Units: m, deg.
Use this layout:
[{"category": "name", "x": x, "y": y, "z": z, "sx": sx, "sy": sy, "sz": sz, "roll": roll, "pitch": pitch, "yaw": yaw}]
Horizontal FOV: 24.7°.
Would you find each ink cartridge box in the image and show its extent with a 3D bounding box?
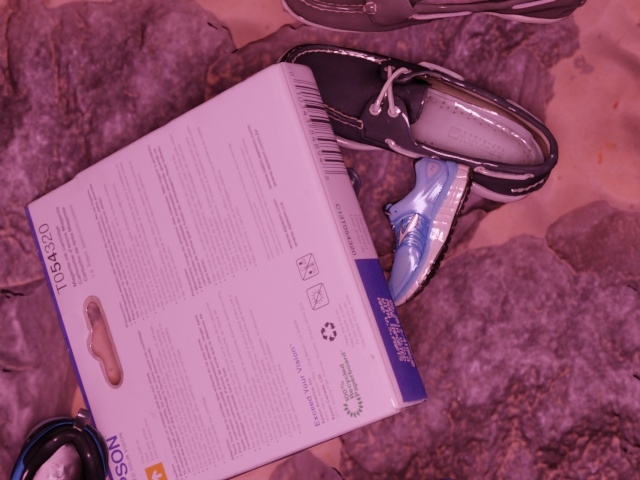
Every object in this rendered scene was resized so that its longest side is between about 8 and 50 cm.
[{"category": "ink cartridge box", "x": -0.096, "y": 0.051, "z": 1.346, "sx": 0.071, "sy": 0.330, "sz": 0.324, "roll": -4, "pitch": 72, "yaw": -56}]

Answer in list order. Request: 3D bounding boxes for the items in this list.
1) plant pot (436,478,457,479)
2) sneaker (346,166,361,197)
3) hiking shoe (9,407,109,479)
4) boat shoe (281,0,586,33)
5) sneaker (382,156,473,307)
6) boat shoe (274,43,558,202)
[{"category": "plant pot", "x": 0.054, "y": 0.341, "z": 1.286, "sx": 0.212, "sy": 0.236, "sz": 0.236, "roll": -17, "pitch": 79, "yaw": -20}, {"category": "sneaker", "x": 0.000, "y": 0.000, "z": 1.399, "sx": 0.094, "sy": 0.153, "sz": 0.235, "roll": -19, "pitch": 80, "yaw": -13}, {"category": "hiking shoe", "x": -0.260, "y": 0.299, "z": 1.284, "sx": 0.113, "sy": 0.132, "sz": 0.304, "roll": 10, "pitch": 77, "yaw": -7}, {"category": "boat shoe", "x": 0.127, "y": -0.282, "z": 1.524, "sx": 0.335, "sy": 0.095, "sz": 0.112, "roll": -2, "pitch": 76, "yaw": -11}, {"category": "sneaker", "x": 0.092, "y": -0.009, "z": 1.455, "sx": 0.073, "sy": 0.063, "sz": 0.162, "roll": 24, "pitch": 97, "yaw": 11}, {"category": "boat shoe", "x": 0.099, "y": -0.134, "z": 1.483, "sx": 0.303, "sy": 0.091, "sz": 0.114, "roll": 18, "pitch": 73, "yaw": -5}]
